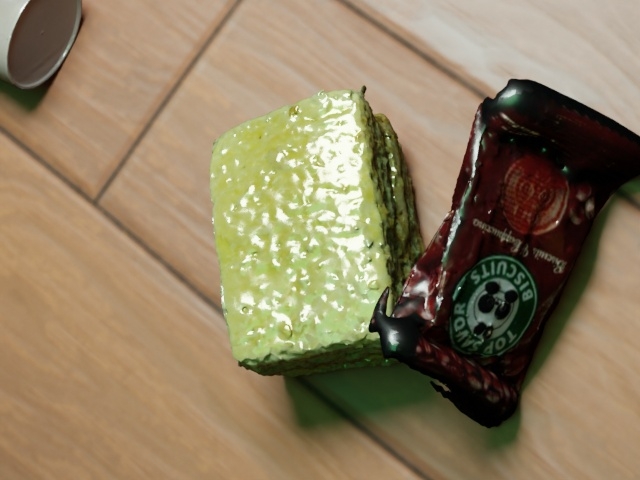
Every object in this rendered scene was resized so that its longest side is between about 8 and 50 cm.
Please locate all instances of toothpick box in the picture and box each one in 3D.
[{"bbox_3d":[-0.278,-0.194,1.521,0.149,0.098,0.098,27,91,19],"label":"toothpick box"}]

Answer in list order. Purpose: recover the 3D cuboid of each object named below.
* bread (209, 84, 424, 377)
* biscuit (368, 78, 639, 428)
[{"bbox_3d":[0.000,0.000,1.395,0.138,0.102,0.196,-13,74,13],"label":"bread"},{"bbox_3d":[0.131,0.008,1.336,0.063,0.151,0.235,20,84,58],"label":"biscuit"}]
